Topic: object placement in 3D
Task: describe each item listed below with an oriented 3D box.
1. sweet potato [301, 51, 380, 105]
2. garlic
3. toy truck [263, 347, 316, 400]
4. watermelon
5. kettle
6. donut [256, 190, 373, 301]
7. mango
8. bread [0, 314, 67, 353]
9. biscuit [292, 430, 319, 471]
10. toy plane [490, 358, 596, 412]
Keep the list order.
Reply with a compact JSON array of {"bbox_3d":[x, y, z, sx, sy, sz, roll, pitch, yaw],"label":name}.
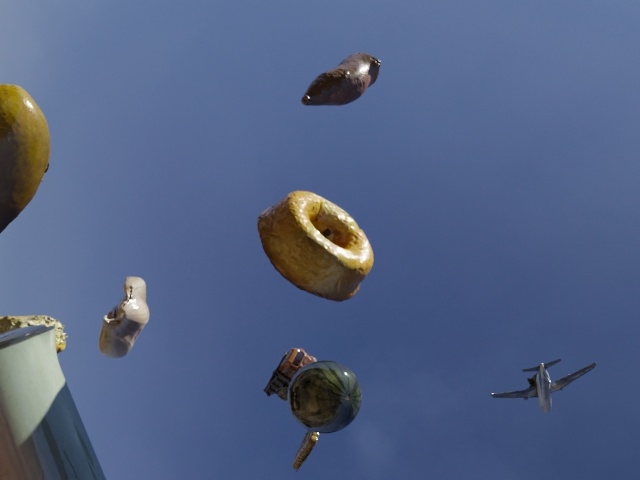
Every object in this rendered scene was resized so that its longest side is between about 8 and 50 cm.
[{"bbox_3d":[0.058,-0.479,1.920,0.131,0.337,0.131,24,-43,25],"label":"sweet potato"},{"bbox_3d":[-0.537,0.226,1.705,0.228,0.110,0.217,-101,-146,-76],"label":"garlic"},{"bbox_3d":[-0.093,0.387,1.778,0.192,0.092,0.083,-51,-174,43],"label":"toy truck"},{"bbox_3d":[-0.003,0.227,0.909,0.133,0.105,0.105,-1,-93,49],"label":"watermelon"},{"bbox_3d":[-0.636,0.386,1.172,0.250,0.361,0.376,-178,-109,-77],"label":"kettle"},{"bbox_3d":[0.000,0.000,1.451,0.110,0.303,0.303,-47,-128,28],"label":"donut"},{"bbox_3d":[-0.435,-0.074,0.747,0.262,0.167,0.130,-45,-138,-6],"label":"mango"},{"bbox_3d":[-0.820,0.266,1.687,0.174,0.245,0.121,-7,-96,6],"label":"bread"},{"bbox_3d":[-0.009,0.512,1.736,0.029,0.254,0.172,28,-49,2],"label":"biscuit"},{"bbox_3d":[0.478,0.315,1.321,0.226,0.226,0.058,-19,-124,7],"label":"toy plane"}]
